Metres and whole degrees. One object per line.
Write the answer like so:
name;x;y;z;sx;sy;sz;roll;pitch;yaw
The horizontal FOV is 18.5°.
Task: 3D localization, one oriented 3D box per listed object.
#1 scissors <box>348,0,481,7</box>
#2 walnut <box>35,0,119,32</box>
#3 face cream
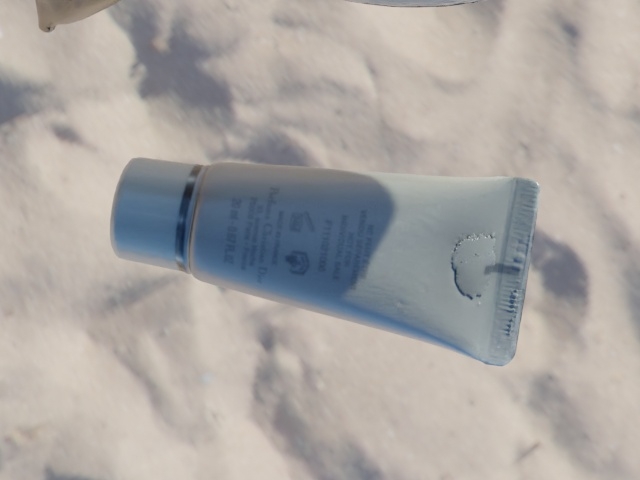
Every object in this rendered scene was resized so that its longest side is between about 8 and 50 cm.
scissors;0.129;-0.111;0.485;0.393;0.032;0.180;18;86;-8
walnut;-0.035;-0.123;0.267;0.137;0.137;0.245;12;146;-26
face cream;0.000;0.000;1.472;0.314;0.089;0.143;10;97;10
